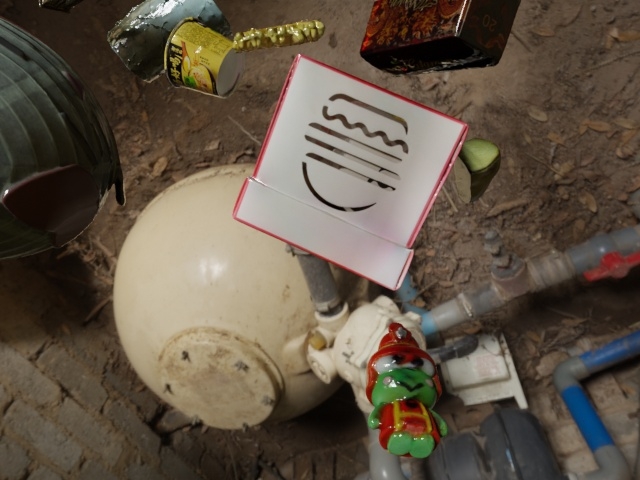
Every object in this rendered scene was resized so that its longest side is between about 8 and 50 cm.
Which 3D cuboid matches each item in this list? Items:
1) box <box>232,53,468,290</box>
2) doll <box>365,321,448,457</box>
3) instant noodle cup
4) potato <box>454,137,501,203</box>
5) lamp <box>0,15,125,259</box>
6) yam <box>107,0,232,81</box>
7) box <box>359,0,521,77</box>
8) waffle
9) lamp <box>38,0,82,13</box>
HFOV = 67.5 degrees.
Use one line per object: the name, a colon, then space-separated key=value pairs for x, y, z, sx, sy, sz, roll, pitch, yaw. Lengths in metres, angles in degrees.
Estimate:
box: x=0.064 y=-0.134 z=0.911 sx=0.314 sy=0.312 sz=0.300 roll=24 pitch=105 yaw=4
doll: x=0.201 y=0.349 z=1.179 sx=0.183 sy=0.363 sz=0.160 roll=2 pitch=133 yaw=1
instant noodle cup: x=-0.238 y=-0.378 z=1.018 sx=0.122 sy=0.151 sz=0.151 roll=24 pitch=122 yaw=7
potato: x=0.329 y=-0.127 z=0.979 sx=0.081 sy=0.149 sz=0.120 roll=-16 pitch=121 yaw=8
lamp: x=-0.322 y=-0.090 z=0.436 sx=0.233 sy=0.233 sz=0.265 roll=-31 pitch=119 yaw=22
yam: x=-0.475 y=-0.667 z=1.526 sx=0.348 sy=0.241 sz=0.241 roll=-29 pitch=115 yaw=5
box: x=0.234 y=-0.501 z=0.817 sx=0.116 sy=0.264 sz=0.415 roll=14 pitch=94 yaw=-34
waffle: x=-0.082 y=-0.401 z=0.942 sx=0.192 sy=0.160 sz=0.046 roll=-14 pitch=114 yaw=-11
lamp: x=-0.630 y=-0.701 z=1.258 sx=0.325 sy=0.090 sz=0.089 roll=-6 pitch=95 yaw=35
